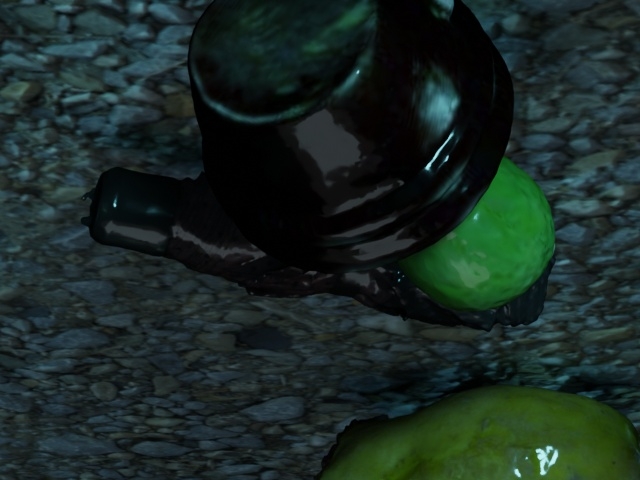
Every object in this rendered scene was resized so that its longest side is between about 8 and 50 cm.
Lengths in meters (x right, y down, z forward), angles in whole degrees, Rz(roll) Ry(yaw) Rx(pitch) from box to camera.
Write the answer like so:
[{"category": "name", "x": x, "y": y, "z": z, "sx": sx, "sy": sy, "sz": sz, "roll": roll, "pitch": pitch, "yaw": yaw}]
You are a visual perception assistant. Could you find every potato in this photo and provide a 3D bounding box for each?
[{"category": "potato", "x": 0.158, "y": 0.224, "z": 1.653, "sx": 0.266, "sy": 0.229, "sz": 0.229, "roll": -18, "pitch": 148, "yaw": 32}]

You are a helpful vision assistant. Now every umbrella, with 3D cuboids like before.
[{"category": "umbrella", "x": 0.000, "y": 0.000, "z": 1.300, "sx": 0.326, "sy": 0.094, "sz": 0.090, "roll": 12, "pitch": 155, "yaw": -14}]

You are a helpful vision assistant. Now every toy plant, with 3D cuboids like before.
[{"category": "toy plant", "x": 0.027, "y": -0.055, "z": 1.079, "sx": 0.218, "sy": 0.175, "sz": 0.235, "roll": 39, "pitch": 174, "yaw": 41}]
